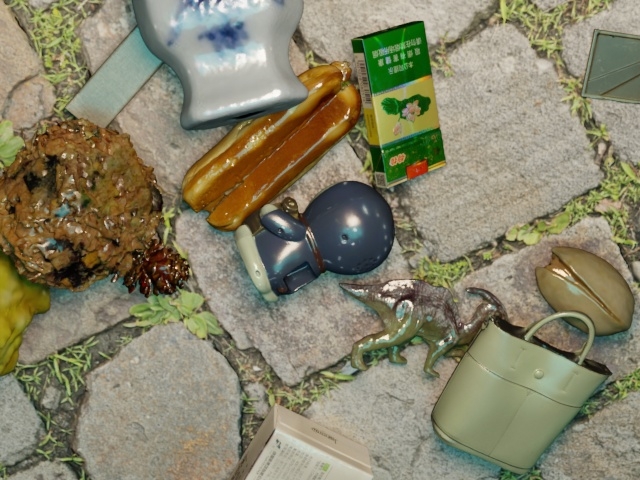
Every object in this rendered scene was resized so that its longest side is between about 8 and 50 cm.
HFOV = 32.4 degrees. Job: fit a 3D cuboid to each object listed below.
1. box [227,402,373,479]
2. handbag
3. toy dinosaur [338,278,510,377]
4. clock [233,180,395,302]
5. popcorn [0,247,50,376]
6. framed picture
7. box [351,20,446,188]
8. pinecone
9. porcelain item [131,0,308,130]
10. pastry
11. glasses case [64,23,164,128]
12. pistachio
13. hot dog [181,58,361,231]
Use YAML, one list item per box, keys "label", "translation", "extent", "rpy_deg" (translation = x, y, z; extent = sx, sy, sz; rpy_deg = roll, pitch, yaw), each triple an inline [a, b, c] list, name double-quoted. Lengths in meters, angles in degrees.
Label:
- label: "box"
  translation: [-0.057, 0.441, 1.893]
  extent: [0.194, 0.111, 0.260]
  rpy_deg: [29, 102, -11]
- label: "handbag"
  translation: [0.339, 0.227, 1.827]
  extent: [0.241, 0.109, 0.315]
  rpy_deg: [24, 111, -13]
- label: "toy dinosaur"
  translation: [0.168, 0.142, 1.832]
  extent: [0.294, 0.077, 0.162]
  rpy_deg: [7, 103, -19]
- label: "clock"
  translation: [0.000, 0.000, 1.736]
  extent: [0.243, 0.146, 0.199]
  rpy_deg: [-22, 147, 1]
- label: "popcorn"
  translation: [-0.612, 0.099, 1.669]
  extent: [0.334, 0.292, 0.293]
  rpy_deg: [-40, 66, -11]
- label: "framed picture"
  translation: [0.495, -0.272, 1.747]
  extent: [0.149, 0.011, 0.109]
  rpy_deg: [8, 106, -4]
- label: "box"
  translation: [0.124, -0.211, 1.705]
  extent: [0.132, 0.034, 0.235]
  rpy_deg: [-22, 111, -34]
- label: "pinecone"
  translation: [-0.266, 0.042, 1.774]
  extent: [0.109, 0.102, 0.102]
  rpy_deg: [3, 110, -35]
- label: "porcelain item"
  translation: [-0.153, -0.374, 1.570]
  extent: [0.242, 0.178, 0.405]
  rpy_deg: [-14, 93, 2]
- label: "pastry"
  translation: [-0.357, -0.050, 1.647]
  extent: [0.275, 0.193, 0.275]
  rpy_deg: [3, 84, -33]
- label: "glasses case"
  translation: [-0.301, -0.260, 1.699]
  extent: [0.071, 0.047, 0.205]
  rpy_deg: [41, 102, -15]
- label: "pistachio"
  translation: [0.432, 0.083, 1.795]
  extent: [0.185, 0.124, 0.124]
  rpy_deg: [34, 103, -17]
- label: "hot dog"
  translation: [-0.069, -0.153, 1.717]
  extent: [0.337, 0.100, 0.135]
  rpy_deg: [-42, 112, 11]
